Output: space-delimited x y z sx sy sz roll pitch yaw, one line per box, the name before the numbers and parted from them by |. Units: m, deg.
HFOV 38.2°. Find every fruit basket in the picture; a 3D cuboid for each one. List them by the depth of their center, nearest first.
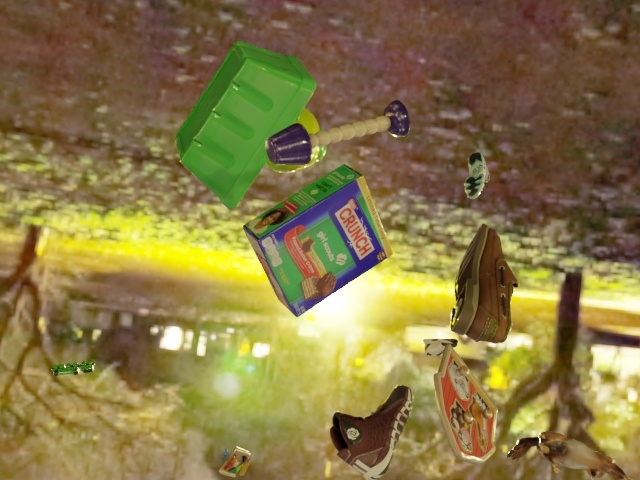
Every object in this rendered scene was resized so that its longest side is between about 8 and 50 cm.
fruit basket | -0.121 -0.256 2.230 0.392 0.392 0.283 9 -156 -19

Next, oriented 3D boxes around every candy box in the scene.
candy box | 0.000 0.000 2.376 0.122 0.317 0.268 38 157 54

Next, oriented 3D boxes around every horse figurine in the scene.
horse figurine | 0.508 0.440 1.861 0.263 0.066 0.174 18 -175 6

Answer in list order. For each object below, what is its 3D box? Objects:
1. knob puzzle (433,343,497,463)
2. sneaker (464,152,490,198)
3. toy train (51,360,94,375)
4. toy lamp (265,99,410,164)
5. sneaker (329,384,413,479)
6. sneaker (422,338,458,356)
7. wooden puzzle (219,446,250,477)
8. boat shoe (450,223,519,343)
knob puzzle | 0.256 0.295 1.586 0.030 0.213 0.213 -24 157 30
sneaker | 0.306 -0.112 1.769 0.038 0.098 0.069 -1 153 30
toy train | -0.485 0.253 1.815 0.083 0.024 0.017 -7 136 -6
toy lamp | 0.031 -0.196 1.696 0.274 0.080 0.080 -19 -177 -22
sneaker | 0.115 0.428 2.223 0.162 0.281 0.106 30 133 -3
sneaker | 0.282 0.249 2.154 0.040 0.044 0.109 4 171 -32
wooden puzzle | -0.206 0.541 2.251 0.014 0.078 0.116 31 -176 38
boat shoe | 0.322 0.089 1.782 0.104 0.307 0.111 22 132 0
